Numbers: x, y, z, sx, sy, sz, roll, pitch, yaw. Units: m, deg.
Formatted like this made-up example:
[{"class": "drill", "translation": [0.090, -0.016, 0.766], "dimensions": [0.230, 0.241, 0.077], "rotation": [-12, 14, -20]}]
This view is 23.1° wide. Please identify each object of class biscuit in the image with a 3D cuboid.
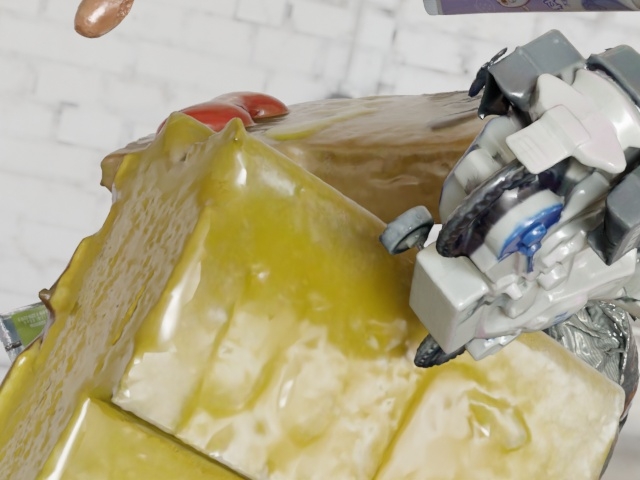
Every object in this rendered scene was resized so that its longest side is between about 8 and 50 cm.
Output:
[{"class": "biscuit", "translation": [0.063, -0.064, 1.015], "dimensions": [0.394, 0.076, 0.368], "rotation": [-1, 12, 22]}]

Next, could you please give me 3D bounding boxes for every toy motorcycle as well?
[{"class": "toy motorcycle", "translation": [0.103, -0.013, 0.657], "dimensions": [0.102, 0.150, 0.221], "rotation": [54, -12, 17]}]

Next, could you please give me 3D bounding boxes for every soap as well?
[{"class": "soap", "translation": [-0.015, 0.111, 0.802], "dimensions": [0.281, 0.259, 0.143], "rotation": [31, -8, -29]}]

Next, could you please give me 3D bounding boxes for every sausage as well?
[{"class": "sausage", "translation": [-0.162, -0.249, 1.311], "dimensions": [0.043, 0.186, 0.043], "rotation": [12, -21, 5]}]

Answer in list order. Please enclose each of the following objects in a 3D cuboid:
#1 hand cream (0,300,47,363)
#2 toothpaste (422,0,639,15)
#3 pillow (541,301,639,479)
[{"class": "hand cream", "translation": [-0.262, 0.084, 1.830], "dimensions": [0.235, 0.086, 0.055], "rotation": [-22, 10, 6]}, {"class": "toothpaste", "translation": [0.246, -0.296, 1.712], "dimensions": [0.371, 0.125, 0.080], "rotation": [13, 38, 45]}, {"class": "pillow", "translation": [0.128, 0.181, 1.047], "dimensions": [0.093, 0.335, 0.161], "rotation": [33, 43, 31]}]
